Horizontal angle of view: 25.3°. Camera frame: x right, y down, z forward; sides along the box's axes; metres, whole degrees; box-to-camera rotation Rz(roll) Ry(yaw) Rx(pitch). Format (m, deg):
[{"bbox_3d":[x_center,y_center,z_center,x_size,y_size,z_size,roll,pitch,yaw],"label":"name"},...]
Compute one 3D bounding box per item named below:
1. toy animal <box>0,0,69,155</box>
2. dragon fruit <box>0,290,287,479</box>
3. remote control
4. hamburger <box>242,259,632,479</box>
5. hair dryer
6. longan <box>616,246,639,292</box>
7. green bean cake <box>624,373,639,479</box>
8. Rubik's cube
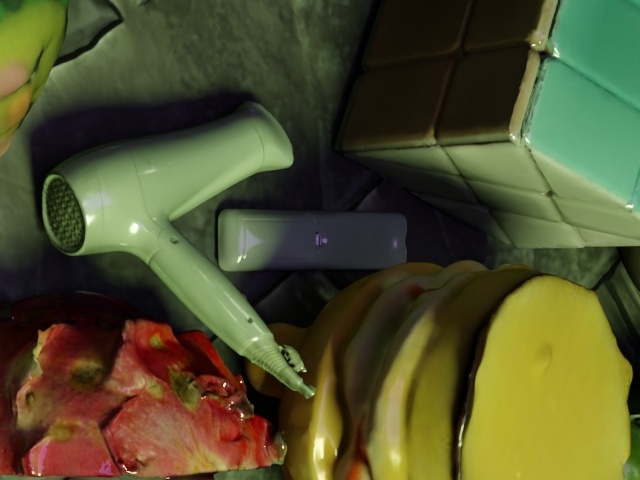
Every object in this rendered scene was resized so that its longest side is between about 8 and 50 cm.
[{"bbox_3d":[-0.295,-0.091,0.834,0.191,0.216,0.338,42,61,0],"label":"toy animal"},{"bbox_3d":[-0.130,0.102,0.972,0.274,0.161,0.126,6,89,-34],"label":"dragon fruit"},{"bbox_3d":[0.000,0.000,1.149,0.184,0.027,0.050,0,91,-37],"label":"remote control"},{"bbox_3d":[0.083,0.141,1.083,0.276,0.237,0.276,0,90,-53],"label":"hamburger"},{"bbox_3d":[-0.060,0.012,1.021,0.206,0.075,0.237,-23,67,-38],"label":"hair dryer"},{"bbox_3d":[0.416,-0.010,1.308,0.350,0.288,0.288,27,75,-28],"label":"longan"},{"bbox_3d":[0.293,0.260,1.288,0.250,0.156,0.247,-4,94,-36],"label":"green bean cake"},{"bbox_3d":[0.184,-0.135,1.162,0.231,0.221,0.225,26,75,-33],"label":"Rubik's cube"}]
